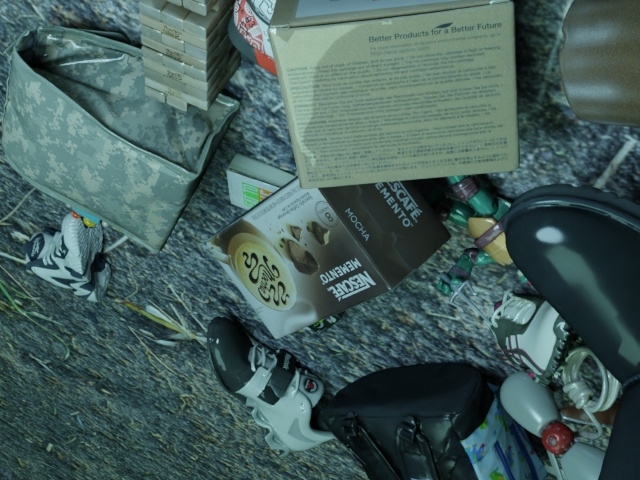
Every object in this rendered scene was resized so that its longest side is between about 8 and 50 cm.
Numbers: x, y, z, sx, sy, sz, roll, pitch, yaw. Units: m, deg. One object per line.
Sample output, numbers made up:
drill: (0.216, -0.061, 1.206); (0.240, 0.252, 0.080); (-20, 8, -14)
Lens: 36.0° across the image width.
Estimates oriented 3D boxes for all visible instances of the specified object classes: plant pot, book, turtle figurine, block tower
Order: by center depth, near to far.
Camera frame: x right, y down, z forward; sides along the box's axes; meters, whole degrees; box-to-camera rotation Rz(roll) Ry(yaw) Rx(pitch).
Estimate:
plant pot: (0.311, -0.165, 0.866); (0.165, 0.167, 0.167); (5, 140, 43)
block tower: (-0.145, -0.290, 1.093); (0.090, 0.097, 0.335); (23, 148, 10)
turtle figurine: (0.203, -0.003, 1.189); (0.234, 0.118, 0.175); (45, 131, 3)
book: (-0.058, -0.060, 1.387); (0.144, 0.035, 0.096); (21, 149, 11)

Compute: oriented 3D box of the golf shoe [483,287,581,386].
golf shoe: (0.269, 0.115, 1.254); (0.120, 0.105, 0.273); (35, 168, 11)

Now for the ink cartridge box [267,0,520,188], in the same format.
ink cartridge box: (0.080, -0.160, 1.003); (0.234, 0.088, 0.193); (-4, 126, 8)

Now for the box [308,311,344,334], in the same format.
box: (0.002, 0.099, 1.528); (0.062, 0.052, 0.083); (34, 147, -7)

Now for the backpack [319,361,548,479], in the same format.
backpack: (0.212, 0.360, 1.568); (0.290, 0.273, 0.356); (-12, 107, 42)

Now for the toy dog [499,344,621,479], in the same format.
toy dog: (0.408, 0.317, 1.391); (0.161, 0.334, 0.220); (4, 149, -44)

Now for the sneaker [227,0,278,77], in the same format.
sneaker: (0.029, -0.207, 1.072); (0.270, 0.090, 0.145); (34, 149, -2)

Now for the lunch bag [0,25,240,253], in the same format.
lunch bag: (-0.286, -0.148, 1.315); (0.287, 0.169, 0.235); (28, 147, -6)

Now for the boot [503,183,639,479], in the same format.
boot: (0.276, 0.198, 0.907); (0.367, 0.445, 0.146); (31, 146, -2)

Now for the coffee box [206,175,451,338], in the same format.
coffee box: (0.000, 0.000, 1.233); (0.168, 0.119, 0.297); (55, 147, -5)

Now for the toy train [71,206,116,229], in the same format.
toy train: (-0.337, -0.068, 1.570); (0.166, 0.046, 0.125); (7, 139, 25)

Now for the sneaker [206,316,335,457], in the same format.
sneaker: (-0.074, 0.245, 1.739); (0.146, 0.122, 0.331); (-17, 126, 25)

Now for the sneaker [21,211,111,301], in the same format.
sneaker: (-0.460, 0.015, 1.720); (0.153, 0.094, 0.235); (14, 155, 7)
